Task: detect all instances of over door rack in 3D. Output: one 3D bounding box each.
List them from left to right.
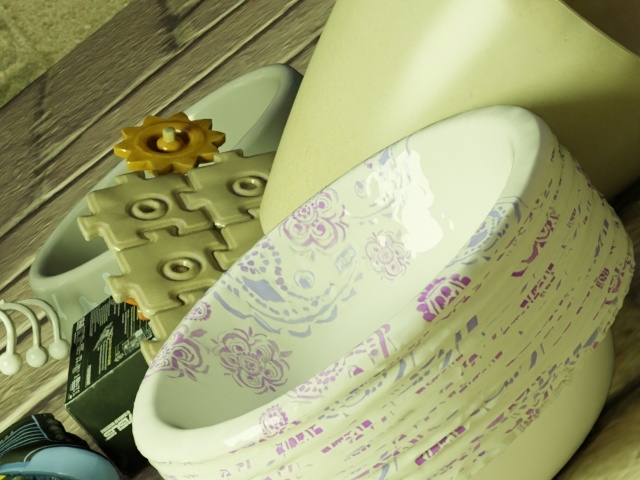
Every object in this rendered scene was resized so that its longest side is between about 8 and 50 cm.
[{"bbox_3d":[-0.349,0.159,1.542,0.324,0.108,0.239,-31,-2,0],"label":"over door rack"}]

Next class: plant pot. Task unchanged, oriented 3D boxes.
[{"bbox_3d":[0.090,-0.082,1.298,0.274,0.256,0.256,-51,11,25],"label":"plant pot"}]

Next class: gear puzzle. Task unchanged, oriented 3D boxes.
[{"bbox_3d":[-0.082,0.003,1.456,0.175,0.044,0.339,-14,38,-17],"label":"gear puzzle"}]

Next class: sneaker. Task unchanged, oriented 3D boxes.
[{"bbox_3d":[-0.207,0.170,1.500,0.232,0.081,0.090,-18,34,54],"label":"sneaker"}]

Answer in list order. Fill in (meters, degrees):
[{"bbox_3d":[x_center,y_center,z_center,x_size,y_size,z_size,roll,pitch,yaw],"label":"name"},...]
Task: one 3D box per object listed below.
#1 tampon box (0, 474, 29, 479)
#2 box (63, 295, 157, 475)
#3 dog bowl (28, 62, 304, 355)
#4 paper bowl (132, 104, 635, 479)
[{"bbox_3d":[-0.240,0.235,1.362,0.120,0.101,0.161,-47,18,-27],"label":"tampon box"},{"bbox_3d":[-0.117,0.081,1.545,0.147,0.077,0.180,-37,17,6],"label":"box"},{"bbox_3d":[-0.116,-0.026,1.788,0.349,0.102,0.349,-35,17,13],"label":"dog bowl"},{"bbox_3d":[0.047,0.067,1.097,0.284,0.148,0.284,-36,16,12],"label":"paper bowl"}]
